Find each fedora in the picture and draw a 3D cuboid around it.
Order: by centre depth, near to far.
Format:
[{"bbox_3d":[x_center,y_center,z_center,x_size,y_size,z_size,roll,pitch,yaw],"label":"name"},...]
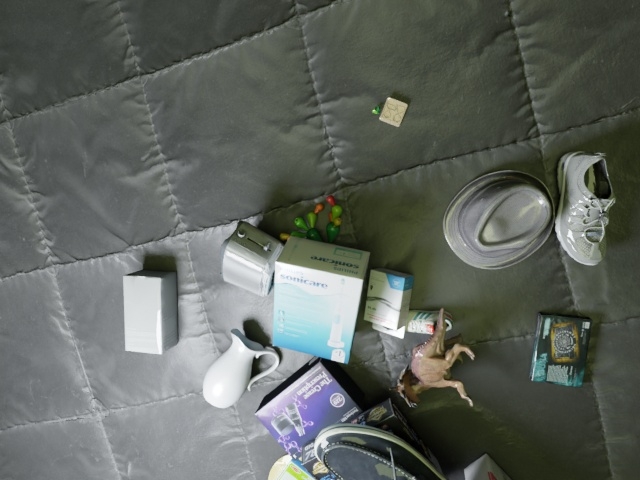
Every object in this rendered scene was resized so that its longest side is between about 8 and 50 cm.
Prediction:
[{"bbox_3d":[0.454,-0.047,1.006,0.275,0.124,0.244,-32,90,12],"label":"fedora"}]

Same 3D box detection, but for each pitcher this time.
[{"bbox_3d":[-0.235,0.391,1.196,0.177,0.125,0.207,29,90,-10],"label":"pitcher"}]

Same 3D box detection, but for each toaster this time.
[{"bbox_3d":[-0.186,0.062,1.110,0.146,0.129,0.227,26,142,5],"label":"toaster"}]

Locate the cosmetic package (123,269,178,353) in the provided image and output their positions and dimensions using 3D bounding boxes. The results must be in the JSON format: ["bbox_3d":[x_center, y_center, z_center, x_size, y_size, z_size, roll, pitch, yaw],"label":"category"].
[{"bbox_3d":[-0.513,0.212,1.226,0.127,0.107,0.238,5,95,10],"label":"cosmetic package"}]

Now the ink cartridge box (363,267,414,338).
[{"bbox_3d":[0.182,0.174,1.097,0.104,0.060,0.180,12,100,35],"label":"ink cartridge box"}]

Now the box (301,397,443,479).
[{"bbox_3d":[0.146,0.619,1.120,0.295,0.073,0.293,-33,107,8],"label":"box"}]

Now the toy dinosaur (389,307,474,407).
[{"bbox_3d":[0.276,0.323,1.039,0.200,0.127,0.296,-6,118,4],"label":"toy dinosaur"}]

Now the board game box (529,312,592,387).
[{"bbox_3d":[0.631,0.288,1.066,0.126,0.026,0.186,5,98,10],"label":"board game box"}]

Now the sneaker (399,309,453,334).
[{"bbox_3d":[0.280,0.224,1.096,0.161,0.075,0.057,-4,96,10],"label":"sneaker"}]

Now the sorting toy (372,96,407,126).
[{"bbox_3d":[0.182,-0.346,1.075,0.083,0.012,0.062,22,105,3],"label":"sorting toy"}]

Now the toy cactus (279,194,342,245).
[{"bbox_3d":[0.000,0.000,1.115,0.219,0.112,0.180,-44,98,4],"label":"toy cactus"}]

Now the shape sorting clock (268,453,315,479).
[{"bbox_3d":[-0.060,0.753,1.240,0.206,0.040,0.206,1,95,13],"label":"shape sorting clock"}]

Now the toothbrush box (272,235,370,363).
[{"bbox_3d":[-0.003,0.158,1.059,0.216,0.126,0.296,11,125,9],"label":"toothbrush box"}]

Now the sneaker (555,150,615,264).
[{"bbox_3d":[0.637,-0.075,0.965,0.105,0.115,0.281,-12,95,-3],"label":"sneaker"}]

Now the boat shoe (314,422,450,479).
[{"bbox_3d":[0.203,0.620,0.967,0.500,0.156,0.187,33,111,5],"label":"boat shoe"}]

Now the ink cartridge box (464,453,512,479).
[{"bbox_3d":[0.497,0.717,1.075,0.218,0.158,0.092,44,106,3],"label":"ink cartridge box"}]

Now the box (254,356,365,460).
[{"bbox_3d":[-0.030,0.475,1.172,0.261,0.103,0.184,-42,91,12],"label":"box"}]
